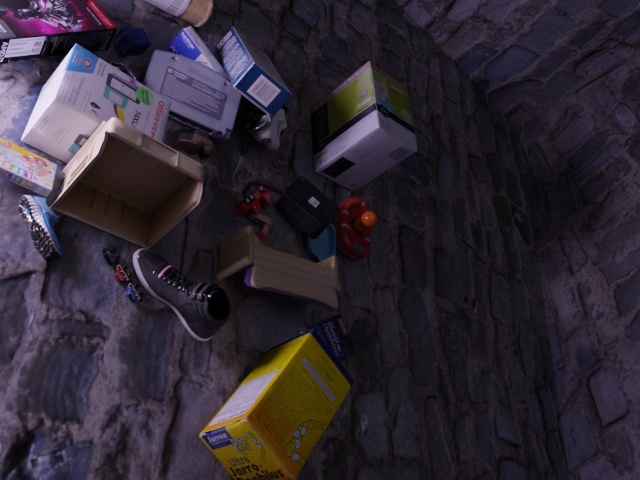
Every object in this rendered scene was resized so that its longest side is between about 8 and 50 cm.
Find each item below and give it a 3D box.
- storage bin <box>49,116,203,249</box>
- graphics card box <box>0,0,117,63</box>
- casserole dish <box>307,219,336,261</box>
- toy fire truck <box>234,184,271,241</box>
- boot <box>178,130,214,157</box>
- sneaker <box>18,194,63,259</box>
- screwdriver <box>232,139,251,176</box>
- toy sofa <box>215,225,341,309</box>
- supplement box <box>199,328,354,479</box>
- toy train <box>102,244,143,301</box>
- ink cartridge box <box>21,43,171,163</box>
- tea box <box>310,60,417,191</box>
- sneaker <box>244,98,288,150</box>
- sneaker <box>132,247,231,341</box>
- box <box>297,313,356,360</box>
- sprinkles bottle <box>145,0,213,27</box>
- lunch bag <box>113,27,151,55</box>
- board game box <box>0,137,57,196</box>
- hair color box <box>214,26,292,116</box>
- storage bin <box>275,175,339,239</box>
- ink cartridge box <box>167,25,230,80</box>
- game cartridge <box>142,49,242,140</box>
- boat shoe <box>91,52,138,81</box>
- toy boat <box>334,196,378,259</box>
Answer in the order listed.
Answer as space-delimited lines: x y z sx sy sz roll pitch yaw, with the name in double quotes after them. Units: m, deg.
-0.458 -0.132 1.491 0.262 0.260 0.123 28 44 -34 "storage bin"
-0.738 -0.579 1.575 0.233 0.094 0.371 50 39 6 "graphics card box"
0.000 0.000 2.092 0.114 0.037 0.188 29 48 -33 "casserole dish"
-0.195 -0.077 1.916 0.135 0.047 0.192 52 38 -10 "toy fire truck"
-0.376 -0.301 1.872 0.118 0.042 0.087 27 42 -36 "boot"
-0.619 -0.035 1.406 0.073 0.063 0.162 -17 80 -55 "sneaker"
-0.253 -0.263 1.994 0.025 0.024 0.170 15 52 -6 "screwdriver"
-0.117 0.105 1.802 0.362 0.150 0.177 19 58 -40 "toy sofa"
-0.100 0.425 1.574 0.195 0.194 0.356 53 39 -8 "supplement box"
-0.483 0.084 1.506 0.036 0.027 0.158 -33 92 -49 "toy train"
-0.551 -0.299 1.542 0.270 0.197 0.198 29 48 -34 "ink cartridge box"
0.153 -0.418 2.296 0.220 0.329 0.324 22 52 -38 "tea box"
-0.177 -0.440 2.137 0.146 0.122 0.331 51 34 -41 "sneaker"
-0.336 0.115 1.553 0.296 0.147 0.104 50 41 -10 "sneaker"
0.034 0.312 1.928 0.225 0.036 0.136 -12 75 -52 "box"
-0.519 -0.810 1.975 0.355 0.121 0.121 16 55 -42 "sprinkles bottle"
-0.558 -0.596 1.835 0.098 0.067 0.065 -29 90 -53 "lunch bag"
-0.691 -0.172 1.419 0.154 0.026 0.103 28 30 -34 "board game box"
-0.226 -0.559 2.031 0.174 0.105 0.347 34 19 -36 "hair color box"
-0.043 -0.108 2.038 0.180 0.084 0.122 40 45 -1 "storage bin"
-0.389 -0.570 1.982 0.207 0.097 0.046 52 39 -8 "ink cartridge box"
-0.388 -0.446 1.872 0.294 0.060 0.196 22 71 -27 "game cartridge"
-0.587 -0.477 1.712 0.183 0.083 0.065 45 40 -18 "boat shoe"
0.141 -0.057 2.191 0.151 0.151 0.231 30 46 -33 "toy boat"
